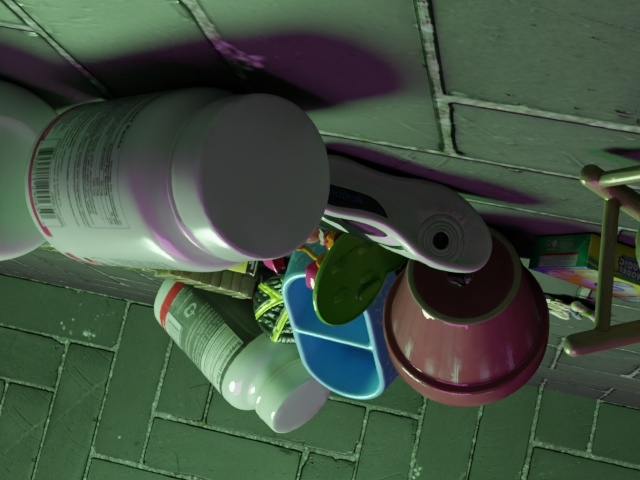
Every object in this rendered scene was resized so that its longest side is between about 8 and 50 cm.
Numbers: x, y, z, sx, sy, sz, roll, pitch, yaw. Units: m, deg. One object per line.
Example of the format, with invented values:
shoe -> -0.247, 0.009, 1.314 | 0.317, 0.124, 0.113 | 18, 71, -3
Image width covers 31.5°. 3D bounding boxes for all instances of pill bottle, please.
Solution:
pill bottle -> -0.402, -0.069, 1.226 | 0.181, 0.182, 0.323 | 19, 169, -34
pill bottle -> -0.131, -0.053, 1.012 | 0.160, 0.160, 0.283 | 20, 169, -39
pill bottle -> -0.128, 0.175, 1.939 | 0.318, 0.176, 0.176 | 43, -172, 30

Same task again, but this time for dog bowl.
dog bowl -> 0.033, 0.116, 1.623 | 0.165, 0.074, 0.297 | 12, 138, 25

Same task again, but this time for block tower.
block tower -> -0.255, 0.008, 1.771 | 0.335, 0.097, 0.091 | 15, 171, -22

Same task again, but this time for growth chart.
growth chart -> 0.318, 0.098, 1.747 | 0.237, 0.021, 0.172 | 7, 170, 35

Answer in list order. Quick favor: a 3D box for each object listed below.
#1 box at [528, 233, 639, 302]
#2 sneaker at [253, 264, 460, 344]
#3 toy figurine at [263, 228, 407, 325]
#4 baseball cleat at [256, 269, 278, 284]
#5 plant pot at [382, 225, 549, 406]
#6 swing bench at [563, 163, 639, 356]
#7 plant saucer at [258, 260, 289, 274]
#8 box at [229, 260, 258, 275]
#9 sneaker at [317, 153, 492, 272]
box -> 0.337, 0.036, 1.281 | 0.179, 0.043, 0.105 | 15, 171, -25
sneaker -> 0.079, 0.087, 1.769 | 0.384, 0.145, 0.147 | 4, -163, 35
toy figurine -> 0.000, 0.000, 1.369 | 0.159, 0.173, 0.130 | 29, 139, 36
baseball cleat -> -0.164, 0.074, 2.109 | 0.205, 0.072, 0.109 | 7, 165, 19
plant pot -> 0.170, 0.075, 1.335 | 0.201, 0.201, 0.180 | 11, 156, 13
swing bench -> 0.364, 0.030, 0.851 | 0.254, 0.165, 0.253 | 11, 172, -25
plant saucer -> -0.025, 0.056, 1.975 | 0.192, 0.018, 0.067 | 10, 170, 11
box -> -0.201, -0.007, 1.646 | 0.232, 0.058, 0.087 | 13, -170, -4
sneaker -> 0.065, -0.029, 1.180 | 0.216, 0.079, 0.121 | 24, 171, -16
